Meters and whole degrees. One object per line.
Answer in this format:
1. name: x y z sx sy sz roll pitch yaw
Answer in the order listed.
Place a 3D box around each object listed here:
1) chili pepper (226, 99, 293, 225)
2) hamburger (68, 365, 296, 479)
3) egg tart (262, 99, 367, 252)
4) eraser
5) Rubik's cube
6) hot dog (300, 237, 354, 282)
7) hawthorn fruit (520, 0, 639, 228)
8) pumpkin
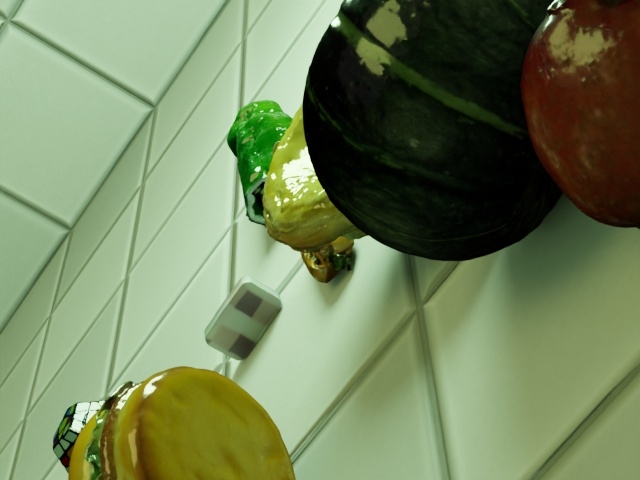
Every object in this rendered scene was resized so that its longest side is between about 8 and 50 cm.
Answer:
1. chili pepper: -0.078 -0.132 2.279 0.136 0.099 0.270 -64 19 18
2. hamburger: -0.151 0.260 1.594 0.170 0.246 0.246 -31 31 34
3. egg tart: 0.063 -0.107 1.692 0.315 0.120 0.315 -40 31 30
4. eraser: -0.102 0.103 2.013 0.105 0.065 0.026 -56 18 14
5. Rubik's cube: -0.333 0.297 2.264 0.112 0.133 0.133 21 80 45
6. hot dog: 0.000 0.000 1.911 0.072 0.055 0.188 -55 16 8
7. hawthorn fruit: 0.240 -0.120 1.160 0.185 0.202 0.185 -17 28 9
8. pumpkin: 0.132 -0.138 1.373 0.323 0.241 0.323 -42 -27 -28
